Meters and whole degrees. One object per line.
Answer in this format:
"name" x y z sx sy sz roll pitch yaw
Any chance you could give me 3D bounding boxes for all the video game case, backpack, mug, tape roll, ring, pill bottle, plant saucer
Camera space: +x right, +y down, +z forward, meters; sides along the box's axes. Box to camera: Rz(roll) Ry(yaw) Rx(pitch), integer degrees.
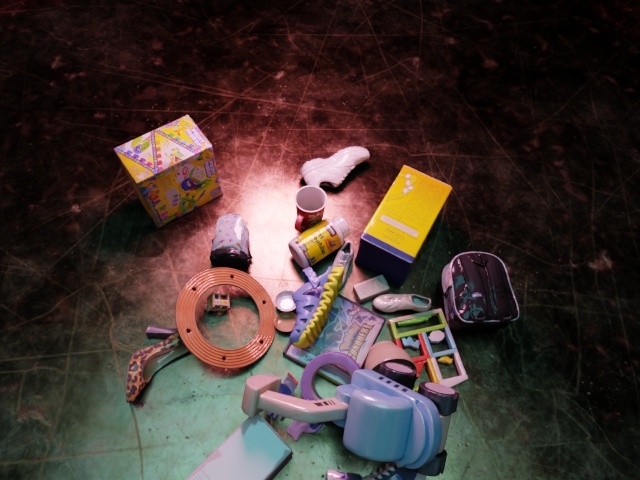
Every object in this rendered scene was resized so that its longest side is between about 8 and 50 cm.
"video game case" 0.050 0.318 1.615 0.248 0.035 0.274 26 63 11
"backpack" 0.520 0.171 1.633 0.225 0.191 0.253 -1 68 -7
"backpack" -0.312 -0.002 1.727 0.152 0.115 0.181 2 58 1
"mug" -0.053 -0.097 1.762 0.150 0.169 0.113 -31 68 -17
"tape roll" 0.038 0.436 1.490 0.189 0.080 0.188 -1 79 6
"ring" -0.301 0.248 1.576 0.337 0.032 0.336 15 57 -24
"pill bottle" 0.000 0.000 1.734 0.215 0.117 0.117 -34 68 -15
"plant saucer" -0.113 0.275 1.631 0.084 0.015 0.083 -2 43 2

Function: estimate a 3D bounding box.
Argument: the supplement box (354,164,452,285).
"supplement box" 0.293 -0.055 1.744 0.195 0.194 0.356 28 63 12

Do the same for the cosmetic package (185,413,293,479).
"cosmetic package" -0.256 0.663 1.308 0.156 0.217 0.385 40 65 17

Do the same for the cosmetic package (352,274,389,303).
"cosmetic package" 0.176 0.169 1.700 0.115 0.041 0.060 -18 63 -13

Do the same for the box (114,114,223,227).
"box" -0.528 -0.240 1.746 0.279 0.290 0.177 -31 66 -19

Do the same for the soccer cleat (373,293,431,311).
"soccer cleat" 0.280 0.208 1.665 0.197 0.076 0.068 3 61 -1

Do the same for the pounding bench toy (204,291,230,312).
"pounding bench toy" -0.348 0.215 1.644 0.065 0.083 0.052 11 58 -34

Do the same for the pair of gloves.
"pair of gloves" -0.081 0.503 1.460 0.198 0.023 0.159 42 111 21

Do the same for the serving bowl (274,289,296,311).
"serving bowl" -0.114 0.211 1.666 0.084 0.027 0.083 0 54 -1

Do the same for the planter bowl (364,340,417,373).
"planter bowl" 0.209 0.386 1.531 0.162 0.162 0.109 -6 35 -6

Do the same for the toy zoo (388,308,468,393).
"toy zoo" 0.356 0.379 1.600 0.193 0.030 0.293 -10 62 -9

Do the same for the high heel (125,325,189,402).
"high heel" -0.485 0.384 1.512 0.186 0.093 0.261 5 52 7

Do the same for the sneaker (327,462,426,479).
"sneaker" 0.143 0.675 1.368 0.236 0.130 0.322 30 69 8

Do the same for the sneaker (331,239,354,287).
"sneaker" 0.073 0.080 1.722 0.072 0.083 0.190 16 63 4

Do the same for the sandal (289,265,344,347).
"sandal" -0.034 0.205 1.593 0.138 0.126 0.317 18 53 12

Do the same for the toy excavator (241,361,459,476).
"toy excavator" 0.077 0.449 1.289 0.433 0.445 0.222 14 93 47

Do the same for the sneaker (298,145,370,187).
"sneaker" 0.066 -0.278 1.922 0.297 0.111 0.129 -24 81 -11
